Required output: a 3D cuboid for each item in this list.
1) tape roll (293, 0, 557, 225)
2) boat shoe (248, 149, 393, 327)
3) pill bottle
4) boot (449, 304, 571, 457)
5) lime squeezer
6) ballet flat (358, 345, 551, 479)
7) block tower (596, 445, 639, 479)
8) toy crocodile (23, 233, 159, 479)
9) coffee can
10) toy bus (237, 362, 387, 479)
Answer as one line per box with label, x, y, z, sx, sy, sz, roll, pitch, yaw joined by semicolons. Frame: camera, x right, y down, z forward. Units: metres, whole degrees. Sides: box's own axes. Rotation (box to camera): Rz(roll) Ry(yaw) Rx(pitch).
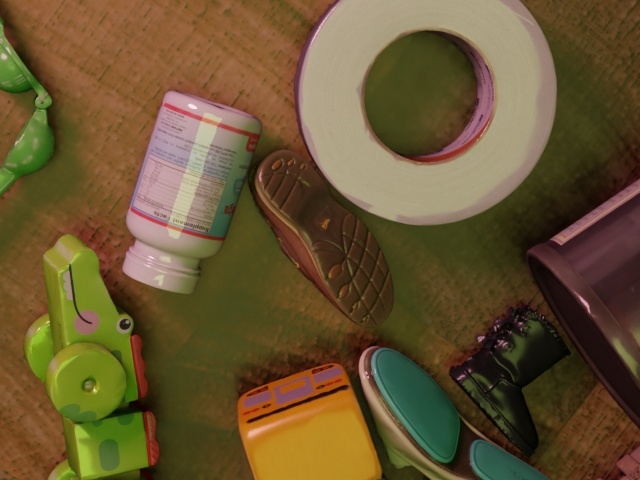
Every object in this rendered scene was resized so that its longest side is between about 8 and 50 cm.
tape roll;0.088;-0.125;1.051;0.219;0.072;0.219;-1;99;-4
boat shoe;-0.001;0.000;1.070;0.064;0.060;0.178;-40;100;-23
pill bottle;-0.113;-0.040;1.038;0.087;0.087;0.160;18;97;-8
boot;0.186;0.126;1.116;0.099;0.045;0.121;-42;102;-4
lime squeezer;-0.279;-0.120;1.027;0.110;0.059;0.310;2;100;1
ballet flat;0.109;0.196;1.104;0.248;0.086;0.086;42;93;-12
block tower;0.310;0.251;1.120;0.335;0.097;0.091;-40;101;1
toy crocodile;-0.185;0.162;1.052;0.105;0.115;0.340;-10;102;-23
coffee can;0.344;0.016;1.031;0.275;0.201;0.201;-34;100;0
toy bus;0.028;0.288;1.081;0.108;0.130;0.332;-19;100;-3
